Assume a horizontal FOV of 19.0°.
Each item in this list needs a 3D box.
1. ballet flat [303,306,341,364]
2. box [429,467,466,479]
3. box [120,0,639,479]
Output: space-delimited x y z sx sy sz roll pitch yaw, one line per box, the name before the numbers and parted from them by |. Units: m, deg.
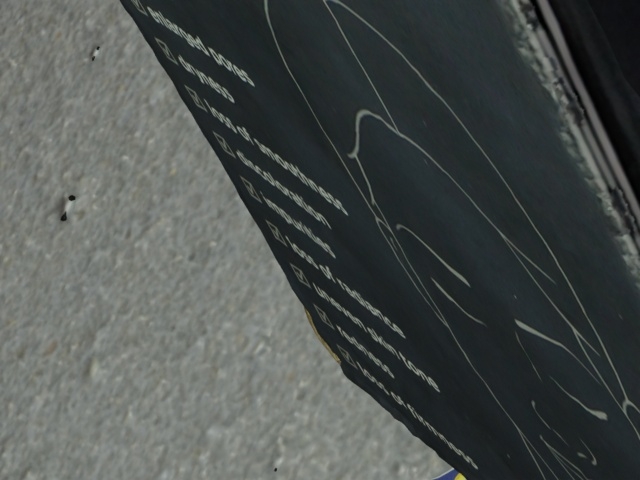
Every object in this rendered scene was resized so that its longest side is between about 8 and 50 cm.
ballet flat | 0.000 0.000 1.169 0.073 0.067 0.206 -38 50 16
box | 0.026 0.225 1.054 0.225 0.036 0.136 -32 52 23
box | 0.126 -0.095 0.746 0.297 0.471 0.480 -38 34 -9
